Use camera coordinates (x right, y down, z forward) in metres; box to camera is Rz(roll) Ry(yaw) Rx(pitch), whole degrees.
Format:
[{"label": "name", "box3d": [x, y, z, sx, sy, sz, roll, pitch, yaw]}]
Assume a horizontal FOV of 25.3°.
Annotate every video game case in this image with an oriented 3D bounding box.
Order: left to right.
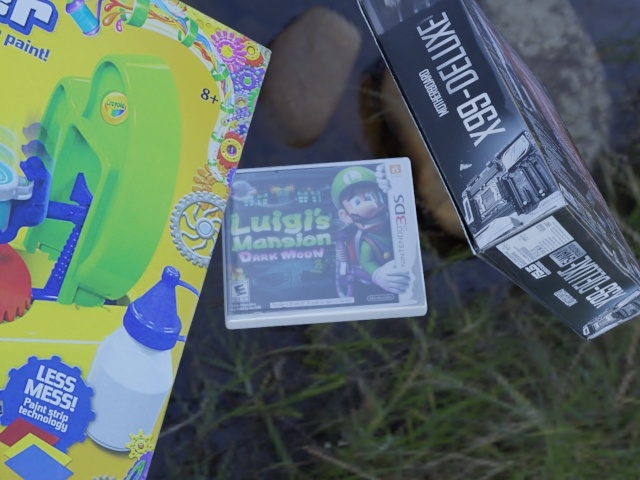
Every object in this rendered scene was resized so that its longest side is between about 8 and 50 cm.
[{"label": "video game case", "box3d": [0.000, 0.000, 1.378, 0.190, 0.022, 0.173, -4, 58, 0]}]

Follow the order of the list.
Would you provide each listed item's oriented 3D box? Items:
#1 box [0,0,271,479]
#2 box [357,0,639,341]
[{"label": "box", "box3d": [-0.218, -0.013, 0.685, 0.290, 0.177, 0.279, 25, 64, -24]}, {"label": "box", "box3d": [0.158, -0.068, 1.157, 0.307, 0.076, 0.242, 32, 32, -61]}]
